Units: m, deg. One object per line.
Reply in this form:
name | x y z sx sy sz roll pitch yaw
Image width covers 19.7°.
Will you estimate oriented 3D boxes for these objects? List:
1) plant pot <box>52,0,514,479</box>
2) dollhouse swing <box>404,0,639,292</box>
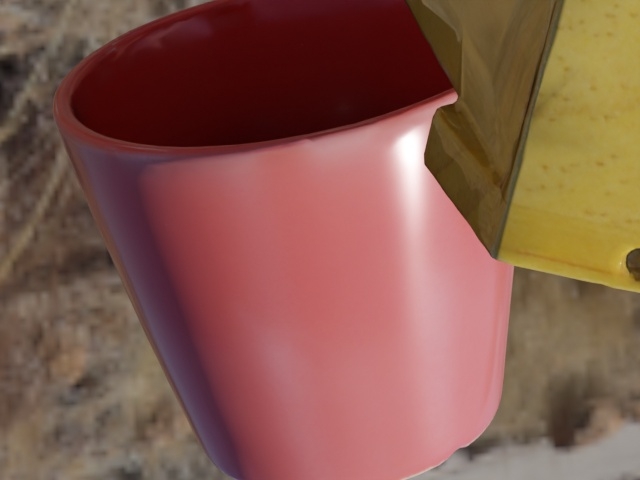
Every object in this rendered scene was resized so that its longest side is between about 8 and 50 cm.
plant pot | 0.000 0.000 1.105 0.274 0.243 0.275 -8 -155 4
dollhouse swing | 0.203 -0.185 0.840 0.315 0.347 0.305 12 -156 1
